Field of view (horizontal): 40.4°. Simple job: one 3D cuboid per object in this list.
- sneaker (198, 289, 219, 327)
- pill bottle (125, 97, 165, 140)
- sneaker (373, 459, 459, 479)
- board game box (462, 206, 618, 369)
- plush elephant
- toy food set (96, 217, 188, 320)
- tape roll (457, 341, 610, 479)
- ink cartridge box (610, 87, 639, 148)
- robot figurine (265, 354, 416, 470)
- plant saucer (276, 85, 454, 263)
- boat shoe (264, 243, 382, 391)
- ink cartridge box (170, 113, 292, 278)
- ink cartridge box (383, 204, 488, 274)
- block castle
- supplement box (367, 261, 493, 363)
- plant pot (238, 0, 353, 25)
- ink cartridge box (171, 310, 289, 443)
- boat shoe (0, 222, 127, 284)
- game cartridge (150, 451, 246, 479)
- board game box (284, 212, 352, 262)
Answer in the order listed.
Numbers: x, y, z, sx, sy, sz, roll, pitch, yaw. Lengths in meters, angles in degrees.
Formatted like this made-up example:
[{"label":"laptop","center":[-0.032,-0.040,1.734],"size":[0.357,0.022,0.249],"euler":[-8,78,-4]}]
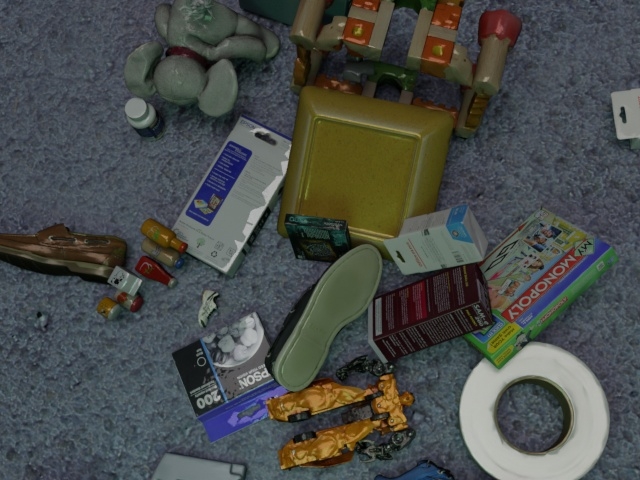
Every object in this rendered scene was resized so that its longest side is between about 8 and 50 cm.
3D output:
[{"label":"sneaker","center":[-0.238,0.147,1.867],"size":[0.036,0.032,0.083],"euler":[8,76,9]},{"label":"pill bottle","center":[-0.395,-0.274,1.956],"size":[0.067,0.120,0.067],"euler":[-2,75,7]},{"label":"sneaker","center":[0.232,0.476,1.641],"size":[0.329,0.130,0.147],"euler":[-8,42,22]},{"label":"board game box","center":[0.400,0.087,1.734],"size":[0.317,0.046,0.213],"euler":[-41,35,-5]},{"label":"plush elephant","center":[-0.274,-0.400,1.915],"size":[0.271,0.330,0.256],"euler":[25,98,6]},{"label":"toy food set","center":[-0.369,0.080,1.859],"size":[0.104,0.111,0.232],"euler":[30,89,13]},{"label":"tape roll","center":[0.409,0.344,1.695],"size":[0.286,0.100,0.286],"euler":[-2,75,6]},{"label":"ink cartridge box","center":[0.714,-0.260,1.839],"size":[0.198,0.067,0.115],"euler":[-3,74,5]},{"label":"robot figurine","center":[0.047,0.351,1.742],"size":[0.290,0.085,0.211],"euler":[-14,74,-1]},{"label":"plant saucer","center":[0.082,-0.130,1.808],"size":[0.332,0.081,0.333],"euler":[12,102,10]},{"label":"boat shoe","center":[-0.001,0.147,1.776],"size":[0.127,0.113,0.340],"euler":[37,75,-26]},{"label":"ink cartridge box","center":[-0.183,-0.099,1.911],"size":[0.165,0.065,0.333],"euler":[28,81,14]},{"label":"ink cartridge box","center":[0.228,0.001,1.734],"size":[0.180,0.104,0.060],"euler":[-12,35,33]},{"label":"block castle","center":[0.162,-0.403,1.798],"size":[0.453,0.303,0.213],"euler":[15,73,4]},{"label":"supplement box","center":[0.214,0.141,1.725],"size":[0.239,0.073,0.130],"euler":[-23,33,20]},{"label":"plant pot","center":[-0.020,-0.619,1.948],"size":[0.252,0.247,0.248],"euler":[27,79,4]},{"label":"ink cartridge box","center":[-0.182,0.285,1.812],"size":[0.206,0.045,0.208],"euler":[-27,74,2]},{"label":"boat shoe","center":[-0.575,0.018,1.915],"size":[0.307,0.111,0.105],"euler":[12,73,0]},{"label":"game cartridge","center":[-0.269,0.584,1.741],"size":[0.198,0.062,0.297],"euler":[7,76,13]},{"label":"board game box","center":[0.000,0.000,1.796],"size":[0.126,0.186,0.026],"euler":[7,68,9]}]
